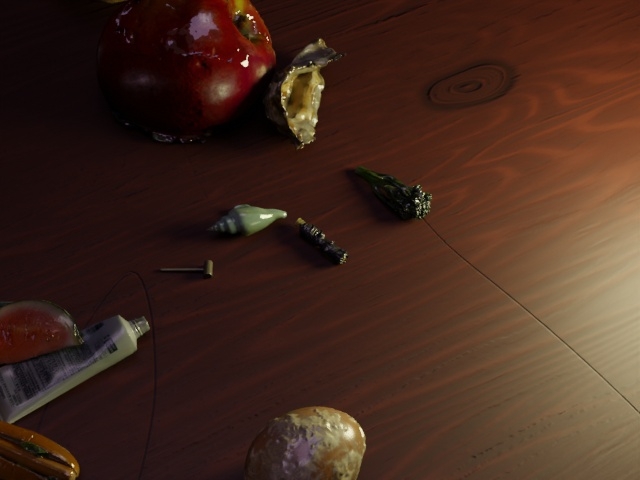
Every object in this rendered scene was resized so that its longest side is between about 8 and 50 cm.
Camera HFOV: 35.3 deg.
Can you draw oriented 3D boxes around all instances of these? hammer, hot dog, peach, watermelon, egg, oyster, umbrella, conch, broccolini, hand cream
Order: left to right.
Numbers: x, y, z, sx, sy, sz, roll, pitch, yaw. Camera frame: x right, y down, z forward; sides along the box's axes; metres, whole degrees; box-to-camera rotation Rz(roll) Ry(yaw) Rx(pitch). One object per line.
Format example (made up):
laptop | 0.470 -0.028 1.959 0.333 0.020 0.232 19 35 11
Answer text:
hot dog | -0.554 0.389 1.833 0.249 0.068 0.100 20 62 10
watermelon | -0.577 0.180 1.961 0.245 0.063 0.119 -9 58 7
hand cream | -0.489 0.239 1.959 0.340 0.078 0.124 -28 63 -13
peach | -0.323 -0.421 2.315 0.416 0.353 0.339 -22 39 32
hammer | -0.282 0.061 2.123 0.110 0.019 0.036 -1 55 1
conch | -0.164 -0.043 2.184 0.180 0.088 0.065 -12 100 -20
oyster | -0.038 -0.369 2.341 0.133 0.198 0.337 16 47 13
egg | -0.027 0.396 1.803 0.233 0.195 0.195 -36 64 -12
umbrella | 0.000 0.000 2.174 0.144 0.040 0.037 38 69 22
broccolini | 0.158 -0.115 2.252 0.202 0.068 0.091 32 78 18

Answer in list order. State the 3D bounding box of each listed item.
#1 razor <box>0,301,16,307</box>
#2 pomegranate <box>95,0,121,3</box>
razor | -0.718 0.137 2.015 0.277 0.056 0.111 3 67 -11
pomegranate | -0.532 -0.761 2.493 0.338 0.338 0.338 2 55 -3
